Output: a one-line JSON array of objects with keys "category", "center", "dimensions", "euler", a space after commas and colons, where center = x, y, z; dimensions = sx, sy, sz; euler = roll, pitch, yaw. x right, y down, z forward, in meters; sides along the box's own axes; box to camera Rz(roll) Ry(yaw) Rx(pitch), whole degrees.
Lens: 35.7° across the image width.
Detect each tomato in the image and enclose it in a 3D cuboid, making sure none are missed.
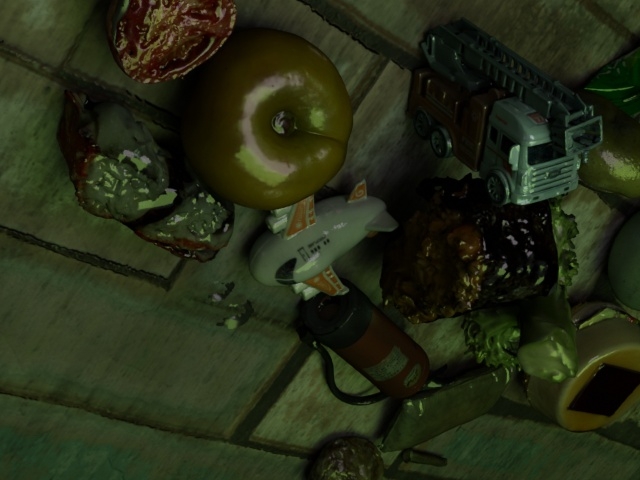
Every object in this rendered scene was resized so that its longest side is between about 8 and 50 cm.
[{"category": "tomato", "center": [-0.203, -0.293, 1.248], "dimensions": [0.174, 0.082, 0.166], "euler": [-39, 138, -8]}]

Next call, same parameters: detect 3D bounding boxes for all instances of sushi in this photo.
[{"category": "sushi", "center": [-0.235, -0.080, 1.359], "dimensions": [0.130, 0.124, 0.332], "euler": [-42, 137, 16]}, {"category": "sushi", "center": [0.212, 0.009, 1.571], "dimensions": [0.207, 0.235, 0.348], "euler": [-12, 171, -24]}]

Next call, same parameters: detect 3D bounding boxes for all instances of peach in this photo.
[{"category": "peach", "center": [-0.068, -0.164, 1.364], "dimensions": [0.251, 0.153, 0.251], "euler": [-12, 111, -32]}]

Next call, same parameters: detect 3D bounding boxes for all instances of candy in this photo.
[{"category": "candy", "center": [0.543, -0.269, 1.765], "dimensions": [0.203, 0.078, 0.141], "euler": [-34, 134, 0]}]

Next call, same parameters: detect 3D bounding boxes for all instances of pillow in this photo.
[{"category": "pillow", "center": [0.259, 0.337, 2.019], "dimensions": [0.302, 0.075, 0.185], "euler": [-15, 143, -29]}]

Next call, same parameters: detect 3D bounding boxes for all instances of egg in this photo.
[{"category": "egg", "center": [0.674, 0.036, 2.013], "dimensions": [0.169, 0.169, 0.237], "euler": [-3, 124, -32]}]

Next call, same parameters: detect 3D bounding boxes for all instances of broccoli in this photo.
[{"category": "broccoli", "center": [0.366, 0.131, 1.746], "dimensions": [0.274, 0.397, 0.353], "euler": [-18, 140, 12]}]

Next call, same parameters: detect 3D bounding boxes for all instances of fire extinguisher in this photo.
[{"category": "fire extinguisher", "center": [0.082, 0.205, 1.815], "dimensions": [0.200, 0.113, 0.376], "euler": [-12, 144, 32]}]

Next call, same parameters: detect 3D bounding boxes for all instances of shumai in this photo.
[{"category": "shumai", "center": [0.068, 0.496, 1.977], "dimensions": [0.161, 0.153, 0.210], "euler": [-25, 136, -6]}]

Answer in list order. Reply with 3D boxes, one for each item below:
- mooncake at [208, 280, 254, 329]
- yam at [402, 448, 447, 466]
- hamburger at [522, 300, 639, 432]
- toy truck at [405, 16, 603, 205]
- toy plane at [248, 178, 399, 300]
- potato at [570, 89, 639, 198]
[{"category": "mooncake", "center": [-0.097, -0.048, 1.475], "dimensions": [0.150, 0.057, 0.347], "euler": [-4, 102, -22]}, {"category": "yam", "center": [0.226, 0.474, 2.143], "dimensions": [0.129, 0.027, 0.033], "euler": [23, 68, -40]}, {"category": "hamburger", "center": [0.569, 0.268, 2.120], "dimensions": [0.301, 0.170, 0.302], "euler": [-15, 131, -18]}, {"category": "toy truck", "center": [0.266, -0.186, 1.457], "dimensions": [0.132, 0.338, 0.185], "euler": [-17, 130, -22]}, {"category": "toy plane", "center": [0.000, 0.000, 1.579], "dimensions": [0.244, 0.117, 0.245], "euler": [-19, 132, -22]}, {"category": "potato", "center": [0.454, -0.160, 1.662], "dimensions": [0.169, 0.248, 0.143], "euler": [-48, 164, -35]}]
